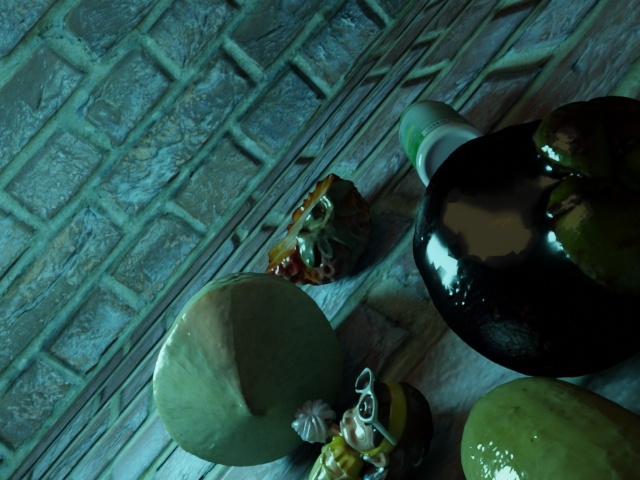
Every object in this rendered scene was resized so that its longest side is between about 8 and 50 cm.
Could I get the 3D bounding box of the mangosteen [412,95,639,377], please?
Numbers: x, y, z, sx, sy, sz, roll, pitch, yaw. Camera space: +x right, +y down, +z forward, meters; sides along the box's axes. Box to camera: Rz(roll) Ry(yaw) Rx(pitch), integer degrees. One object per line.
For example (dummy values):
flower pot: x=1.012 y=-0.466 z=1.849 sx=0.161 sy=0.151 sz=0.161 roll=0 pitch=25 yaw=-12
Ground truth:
mangosteen: x=0.233 y=-0.006 z=0.518 sx=0.287 sy=0.233 sz=0.287 roll=-25 pitch=7 yaw=3

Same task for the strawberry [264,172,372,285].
strawberry: x=0.000 y=0.000 z=1.191 sx=0.265 sy=0.149 sz=0.336 roll=-61 pitch=12 yaw=-14

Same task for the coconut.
coconut: x=-0.115 y=0.199 z=0.855 sx=0.329 sy=0.329 sz=0.329 roll=-41 pitch=21 yaw=20

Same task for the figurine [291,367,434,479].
figurine: x=0.035 y=0.261 z=0.652 sx=0.240 sy=0.116 sz=0.175 roll=-47 pitch=17 yaw=21

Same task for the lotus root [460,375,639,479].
lotus root: x=0.199 y=0.193 z=0.406 sx=0.146 sy=0.131 sz=0.303 roll=-49 pitch=20 yaw=2

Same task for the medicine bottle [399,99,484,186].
medicine bottle: x=0.228 y=-0.194 z=1.059 sx=0.133 sy=0.133 sz=0.274 roll=-42 pitch=21 yaw=17
